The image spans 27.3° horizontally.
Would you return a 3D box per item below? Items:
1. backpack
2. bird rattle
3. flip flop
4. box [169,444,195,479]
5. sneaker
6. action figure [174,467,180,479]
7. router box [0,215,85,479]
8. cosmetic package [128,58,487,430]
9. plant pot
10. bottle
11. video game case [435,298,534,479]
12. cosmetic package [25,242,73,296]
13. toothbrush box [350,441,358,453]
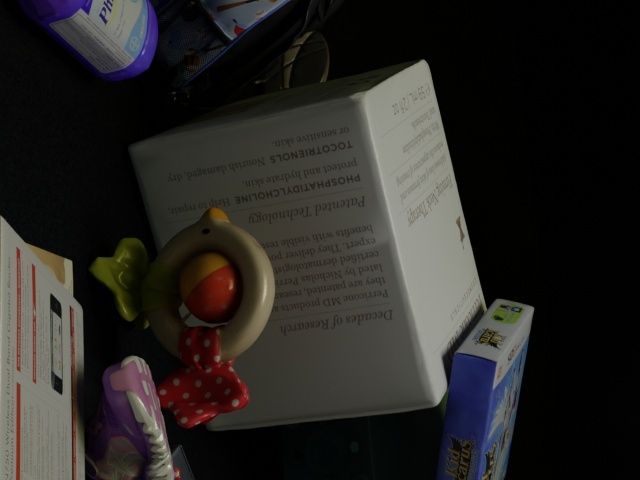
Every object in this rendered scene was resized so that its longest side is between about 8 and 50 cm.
[{"bbox_3d":[-0.099,-0.323,1.760,0.213,0.263,0.276,59,25,-6],"label":"backpack"},{"bbox_3d":[-0.142,0.079,1.500,0.143,0.207,0.253,24,24,-51],"label":"bird rattle"},{"bbox_3d":[-0.036,-0.212,2.092,0.080,0.112,0.277,94,-9,-69],"label":"flip flop"},{"bbox_3d":[-0.191,0.364,1.464,0.233,0.059,0.183,-51,126,-62],"label":"box"},{"bbox_3d":[-0.212,0.201,1.366,0.236,0.104,0.095,94,-17,-61],"label":"sneaker"},{"bbox_3d":[-0.156,0.310,1.462,0.038,0.030,0.115,10,67,-62],"label":"action figure"},{"bbox_3d":[-0.281,0.181,1.168,0.301,0.082,0.336,80,6,-72],"label":"router box"},{"bbox_3d":[0.000,0.000,1.757,0.329,0.327,0.394,-41,118,-66],"label":"cosmetic package"},{"bbox_3d":[0.069,0.312,1.916,0.252,0.247,0.248,19,61,-55],"label":"plant pot"},{"bbox_3d":[-0.290,-0.292,1.497,0.283,0.092,0.118,44,41,-55],"label":"bottle"},{"bbox_3d":[0.215,0.240,1.752,0.244,0.061,0.270,-34,133,-65],"label":"video game case"},{"bbox_3d":[-0.305,0.038,1.366,0.115,0.041,0.060,28,54,-63],"label":"cosmetic package"},{"bbox_3d":[0.154,0.277,2.150,0.126,0.216,0.296,-29,107,-68],"label":"toothbrush box"}]
